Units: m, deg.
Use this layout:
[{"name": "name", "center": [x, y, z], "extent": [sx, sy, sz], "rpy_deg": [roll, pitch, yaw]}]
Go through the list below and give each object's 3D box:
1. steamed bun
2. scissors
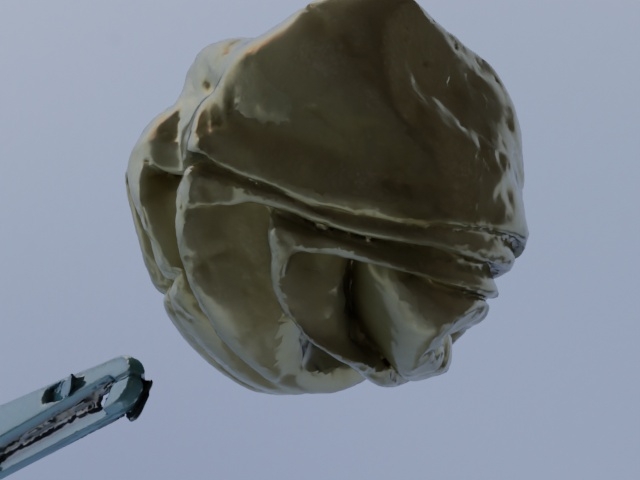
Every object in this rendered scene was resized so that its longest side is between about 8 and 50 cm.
[{"name": "steamed bun", "center": [0.002, 0.002, 1.117], "extent": [0.276, 0.289, 0.203], "rpy_deg": [34, -139, -41]}, {"name": "scissors", "center": [-0.260, 0.164, 1.189], "extent": [0.032, 0.393, 0.180], "rpy_deg": [30, -132, -36]}]
